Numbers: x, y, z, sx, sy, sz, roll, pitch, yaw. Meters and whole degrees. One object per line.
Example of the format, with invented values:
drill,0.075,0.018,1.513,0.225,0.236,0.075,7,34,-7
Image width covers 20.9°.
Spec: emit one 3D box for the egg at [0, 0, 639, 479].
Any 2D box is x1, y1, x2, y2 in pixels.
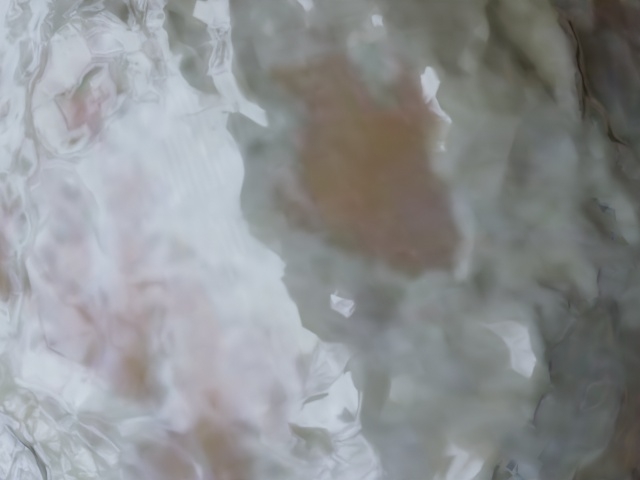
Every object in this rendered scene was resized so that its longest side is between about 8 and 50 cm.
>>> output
egg,0.000,0.000,0.427,0.203,0.203,0.245,131,134,-70
